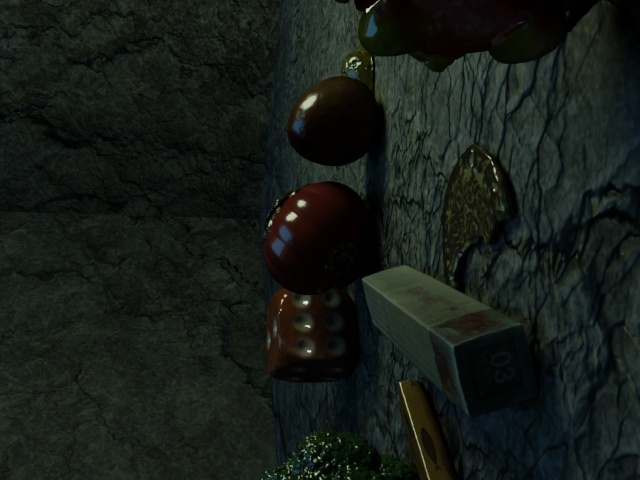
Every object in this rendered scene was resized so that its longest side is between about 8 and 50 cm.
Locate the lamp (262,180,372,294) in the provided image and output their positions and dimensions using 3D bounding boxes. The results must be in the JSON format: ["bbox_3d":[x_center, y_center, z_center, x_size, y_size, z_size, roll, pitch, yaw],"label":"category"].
[{"bbox_3d":[0.000,0.000,1.294,0.227,0.227,0.227,-178,90,-80],"label":"lamp"}]

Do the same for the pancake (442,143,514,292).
[{"bbox_3d":[0.176,-0.019,0.800,0.190,0.020,0.184,-152,64,-80],"label":"pancake"}]

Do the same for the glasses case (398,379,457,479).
[{"bbox_3d":[0.139,0.264,0.904,0.170,0.041,0.065,-104,7,-55],"label":"glasses case"}]

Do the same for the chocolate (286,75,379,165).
[{"bbox_3d":[0.021,-0.211,1.264,0.177,0.176,0.177,-178,90,-80],"label":"chocolate"}]

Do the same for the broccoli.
[{"bbox_3d":[0.036,0.429,0.980,0.297,0.297,0.297,36,-131,-63],"label":"broccoli"}]

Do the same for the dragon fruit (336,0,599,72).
[{"bbox_3d":[0.131,-0.272,0.483,0.227,0.243,0.307,-29,-56,-56],"label":"dragon fruit"}]

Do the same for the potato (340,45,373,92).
[{"bbox_3d":[0.065,-0.282,1.369,0.119,0.054,0.198,-115,27,-61],"label":"potato"}]

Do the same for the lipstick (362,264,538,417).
[{"bbox_3d":[0.131,0.100,0.823,0.371,0.076,0.080,-145,39,-77],"label":"lipstick"}]

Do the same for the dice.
[{"bbox_3d":[-0.023,0.198,1.454,0.179,0.174,0.175,113,158,-67],"label":"dice"}]

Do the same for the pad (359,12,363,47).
[{"bbox_3d":[0.104,-0.494,1.324,0.176,0.002,0.266,-116,29,-69],"label":"pad"}]
